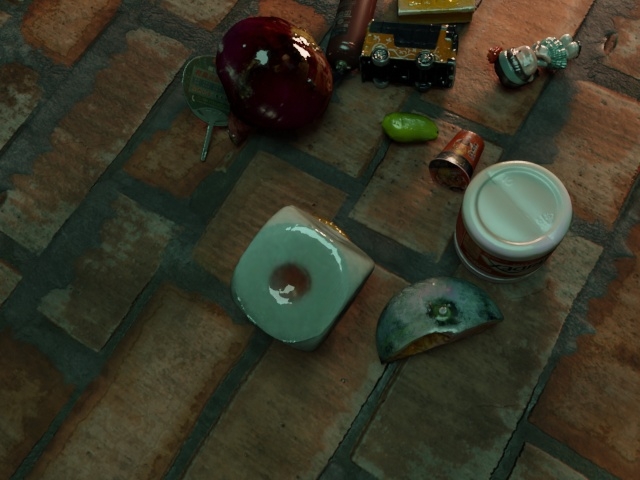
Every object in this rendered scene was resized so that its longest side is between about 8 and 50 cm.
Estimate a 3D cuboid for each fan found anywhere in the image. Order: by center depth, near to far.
[{"bbox_3d":[-0.289,-0.404,1.814,0.223,0.012,0.294,-20,107,-26],"label":"fan"}]

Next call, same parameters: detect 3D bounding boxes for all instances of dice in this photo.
[{"bbox_3d":[-0.042,0.090,1.489,0.264,0.262,0.268,34,97,8],"label":"dice"}]

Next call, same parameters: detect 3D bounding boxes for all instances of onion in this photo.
[{"bbox_3d":[-0.159,-0.425,1.726,0.385,0.348,0.348,-48,68,26],"label":"onion"}]

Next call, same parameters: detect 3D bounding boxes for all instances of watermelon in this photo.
[{"bbox_3d":[0.272,0.169,1.508,0.322,0.175,0.188,-22,70,-3],"label":"watermelon"}]

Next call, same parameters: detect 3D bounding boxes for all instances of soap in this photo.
[{"bbox_3d":[0.352,-0.742,1.884,0.232,0.073,0.140,-1,74,5],"label":"soap"}]

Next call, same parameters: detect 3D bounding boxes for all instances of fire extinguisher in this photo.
[{"bbox_3d":[0.083,-0.621,1.854,0.114,0.135,0.337,25,68,-29],"label":"fire extinguisher"}]

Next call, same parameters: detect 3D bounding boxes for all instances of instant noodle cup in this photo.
[{"bbox_3d":[0.383,-0.226,1.677,0.127,0.127,0.136,30,68,15],"label":"instant noodle cup"}]

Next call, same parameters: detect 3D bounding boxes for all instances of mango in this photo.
[{"bbox_3d":[0.254,-0.316,1.743,0.165,0.074,0.091,14,66,-2],"label":"mango"}]

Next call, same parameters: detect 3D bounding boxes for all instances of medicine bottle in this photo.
[{"bbox_3d":[0.472,-0.042,1.529,0.252,0.241,0.252,-2,71,6],"label":"medicine bottle"}]

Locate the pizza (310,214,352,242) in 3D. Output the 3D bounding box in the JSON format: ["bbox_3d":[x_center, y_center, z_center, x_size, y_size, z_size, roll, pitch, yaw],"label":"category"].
[{"bbox_3d":[0.000,0.002,1.659,0.246,0.058,0.127,19,74,11],"label":"pizza"}]

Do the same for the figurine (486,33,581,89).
[{"bbox_3d":[0.615,-0.527,1.766,0.245,0.110,0.138,-20,60,-5],"label":"figurine"}]

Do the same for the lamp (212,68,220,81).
[{"bbox_3d":[-0.295,-0.528,1.865,0.106,0.106,0.193,36,69,17],"label":"lamp"}]

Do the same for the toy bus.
[{"bbox_3d":[0.264,-0.543,1.790,0.275,0.138,0.167,9,70,11],"label":"toy bus"}]
